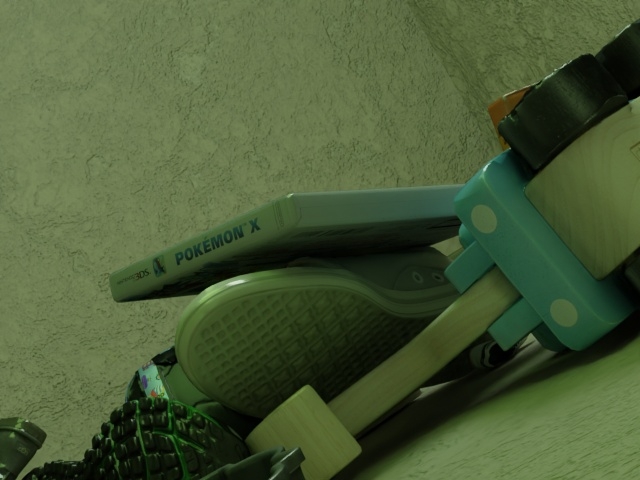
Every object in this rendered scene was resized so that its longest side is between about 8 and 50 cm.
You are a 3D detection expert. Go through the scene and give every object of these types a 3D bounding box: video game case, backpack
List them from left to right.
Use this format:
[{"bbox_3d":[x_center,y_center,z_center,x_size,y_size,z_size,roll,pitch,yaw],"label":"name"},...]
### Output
[{"bbox_3d":[-0.127,0.195,1.879,0.158,0.173,0.117,-33,-41,-4],"label":"backpack"},{"bbox_3d":[0.000,0.000,1.735,0.329,0.036,0.300,-5,-12,-43],"label":"video game case"}]

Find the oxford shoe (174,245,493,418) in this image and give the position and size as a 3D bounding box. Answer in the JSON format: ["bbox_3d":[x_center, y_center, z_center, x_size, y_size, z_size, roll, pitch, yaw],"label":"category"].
[{"bbox_3d":[0.012,0.078,1.709,0.449,0.130,0.169,-2,-53,-48],"label":"oxford shoe"}]

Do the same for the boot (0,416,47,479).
[{"bbox_3d":[-0.434,0.320,2.101,0.189,0.076,0.208,-26,34,60],"label":"boot"}]

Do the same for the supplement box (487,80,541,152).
[{"bbox_3d":[0.252,-0.047,1.762,0.080,0.233,0.078,-21,-2,-9],"label":"supplement box"}]

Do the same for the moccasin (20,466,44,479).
[{"bbox_3d":[-0.367,0.369,2.205,0.147,0.139,0.380,-44,6,-7],"label":"moccasin"}]

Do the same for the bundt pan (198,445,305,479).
[{"bbox_3d":[-0.126,0.243,0.899,0.331,0.124,0.331,-29,0,0],"label":"bundt pan"}]

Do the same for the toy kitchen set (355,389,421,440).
[{"bbox_3d":[-0.023,0.152,1.912,0.122,0.166,0.207,-31,1,-37],"label":"toy kitchen set"}]

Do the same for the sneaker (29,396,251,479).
[{"bbox_3d":[-0.161,0.243,1.654,0.146,0.134,0.343,13,-25,-31],"label":"sneaker"}]

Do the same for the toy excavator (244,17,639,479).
[{"bbox_3d":[0.175,0.046,1.570,0.433,0.222,0.445,-31,-13,-45],"label":"toy excavator"}]

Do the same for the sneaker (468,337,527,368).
[{"bbox_3d":[0.195,0.110,1.779,0.083,0.032,0.037,-36,17,-27],"label":"sneaker"}]
